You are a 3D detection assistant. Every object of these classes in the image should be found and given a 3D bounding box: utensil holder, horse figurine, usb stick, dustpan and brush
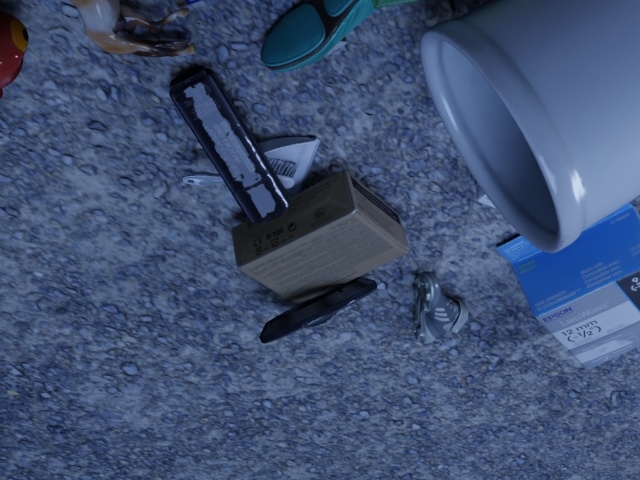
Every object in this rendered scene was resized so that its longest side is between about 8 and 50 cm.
[{"bbox_3d":[0.375,-0.221,1.489,0.385,0.328,0.328,-31,140,-4],"label":"utensil holder"},{"bbox_3d":[-0.268,-0.311,1.531,0.174,0.066,0.263,0,152,20],"label":"horse figurine"},{"bbox_3d":[-0.133,-0.138,1.742,0.077,0.045,0.278,-25,123,9],"label":"usb stick"},{"bbox_3d":[-0.114,-0.104,1.827,0.211,0.060,0.147,5,139,-16],"label":"dustpan and brush"}]

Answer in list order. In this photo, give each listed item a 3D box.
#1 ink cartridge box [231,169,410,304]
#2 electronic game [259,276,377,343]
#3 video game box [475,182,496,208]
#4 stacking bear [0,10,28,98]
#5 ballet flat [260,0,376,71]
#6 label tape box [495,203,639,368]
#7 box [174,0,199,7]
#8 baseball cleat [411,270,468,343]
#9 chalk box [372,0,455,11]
[{"bbox_3d":[0.000,0.000,1.934,0.234,0.088,0.193,-26,148,20],"label":"ink cartridge box"},{"bbox_3d":[-0.004,0.125,2.045,0.229,0.048,0.229,-27,180,0],"label":"electronic game"},{"bbox_3d":[0.391,-0.101,1.911,0.205,0.048,0.187,19,139,-21],"label":"video game box"},{"bbox_3d":[-0.476,-0.296,1.465,0.164,0.175,0.289,-20,147,11],"label":"stacking bear"},{"bbox_3d":[0.023,-0.305,1.595,0.087,0.083,0.247,9,143,-46],"label":"ballet flat"},{"bbox_3d":[0.515,0.080,2.121,0.249,0.115,0.347,-28,138,22],"label":"label tape box"},{"bbox_3d":[-0.110,-0.394,1.497,0.225,0.037,0.136,-18,140,10],"label":"box"},{"bbox_3d":[0.224,0.115,2.163,0.109,0.072,0.206,-16,147,-12],"label":"baseball cleat"},{"bbox_3d":[0.128,-0.410,1.403,0.179,0.180,0.289,-10,140,2],"label":"chalk box"}]
